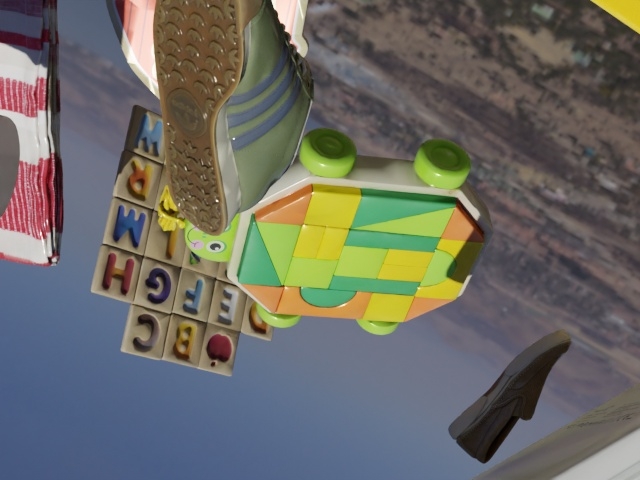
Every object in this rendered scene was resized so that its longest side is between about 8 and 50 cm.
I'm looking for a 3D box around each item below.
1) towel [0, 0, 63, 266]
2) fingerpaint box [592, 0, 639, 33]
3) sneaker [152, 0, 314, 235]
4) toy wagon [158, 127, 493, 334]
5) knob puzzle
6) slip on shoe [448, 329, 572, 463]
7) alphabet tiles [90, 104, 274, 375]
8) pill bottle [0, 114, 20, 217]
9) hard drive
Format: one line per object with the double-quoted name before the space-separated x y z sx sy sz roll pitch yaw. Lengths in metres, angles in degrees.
"towel" -0.379 -0.141 1.072 0.237 0.329 0.037 8 -161 17
"fingerpaint box" 0.446 -0.254 0.764 0.445 0.371 0.163 29 -147 -19
"sneaker" -0.042 -0.096 0.584 0.064 0.086 0.192 33 139 24
"toy wagon" 0.000 0.000 1.096 0.344 0.267 0.068 4 -132 -13
"knob puzzle" -0.105 -0.194 0.943 0.213 0.213 0.030 30 -155 -6
"slip on shoe" 0.163 0.130 0.855 0.041 0.135 0.051 51 -160 25
"alphabet tiles" -0.143 -0.014 1.290 0.011 0.342 0.285 -1 163 44
"pill bottle" -0.364 -0.074 0.829 0.222 0.124 0.124 11 177 3
"hard drive" 0.178 0.186 0.811 0.040 0.308 0.203 61 167 9
